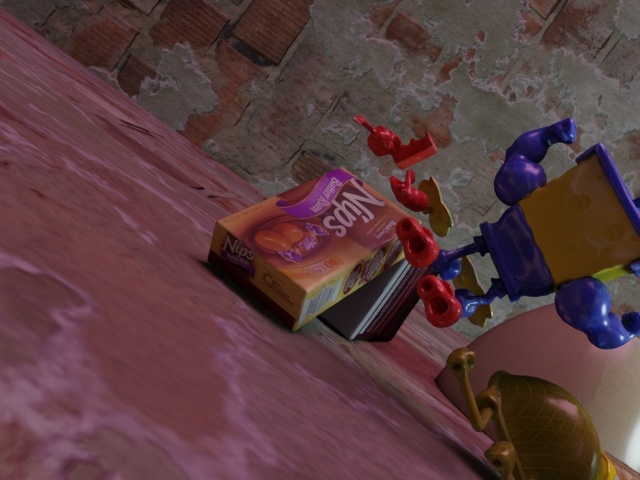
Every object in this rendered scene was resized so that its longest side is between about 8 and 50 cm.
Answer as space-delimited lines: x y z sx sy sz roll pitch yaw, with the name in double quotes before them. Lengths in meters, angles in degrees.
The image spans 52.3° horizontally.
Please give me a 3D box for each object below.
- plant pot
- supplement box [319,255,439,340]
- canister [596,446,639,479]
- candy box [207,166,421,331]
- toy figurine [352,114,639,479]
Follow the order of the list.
"plant pot" 0.316 0.187 0.823 0.284 0.191 0.284 35 3 -2
"supplement box" 0.075 0.053 0.804 0.073 0.130 0.239 36 2 19
"canister" 0.303 0.262 0.624 0.170 0.073 0.126 34 2 -4
"candy box" 0.000 0.000 0.615 0.109 0.053 0.187 37 40 23
"toy figurine" 0.200 0.017 0.519 0.191 0.217 0.362 31 37 -61
